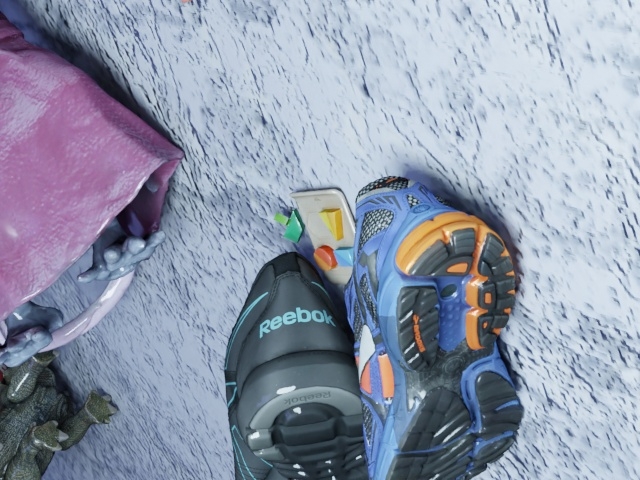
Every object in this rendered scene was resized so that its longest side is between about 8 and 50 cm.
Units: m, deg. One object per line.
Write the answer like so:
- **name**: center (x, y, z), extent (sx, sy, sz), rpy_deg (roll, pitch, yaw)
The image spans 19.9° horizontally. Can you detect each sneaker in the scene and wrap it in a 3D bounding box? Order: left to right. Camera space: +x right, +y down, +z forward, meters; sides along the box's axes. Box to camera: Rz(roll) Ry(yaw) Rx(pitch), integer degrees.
- **sneaker**: center (-0.009, 0.107, 1.115), extent (0.267, 0.101, 0.106), rpy_deg (96, 164, -59)
- **sneaker**: center (0.053, 0.054, 0.944), extent (0.221, 0.083, 0.087), rpy_deg (93, 154, -42)

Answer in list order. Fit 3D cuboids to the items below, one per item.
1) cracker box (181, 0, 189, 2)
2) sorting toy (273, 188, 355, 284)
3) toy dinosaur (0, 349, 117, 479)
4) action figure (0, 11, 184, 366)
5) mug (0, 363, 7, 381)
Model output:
- **cracker box**: center (-0.049, -0.225, 0.823), extent (0.155, 0.067, 0.232), rpy_deg (58, 157, 2)
- **sorting toy**: center (0.000, 0.000, 1.043), extent (0.083, 0.012, 0.062), rpy_deg (-2, 115, 63)
- **toy dinosaur**: center (-0.273, 0.185, 1.548), extent (0.121, 0.313, 0.160), rpy_deg (34, 130, -4)
- **action figure**: center (-0.235, -0.121, 1.220), extent (0.370, 0.248, 0.276), rpy_deg (56, -178, 7)
- **mug**: center (-0.378, 0.095, 1.764), extent (0.150, 0.113, 0.169), rpy_deg (-6, 108, 62)
